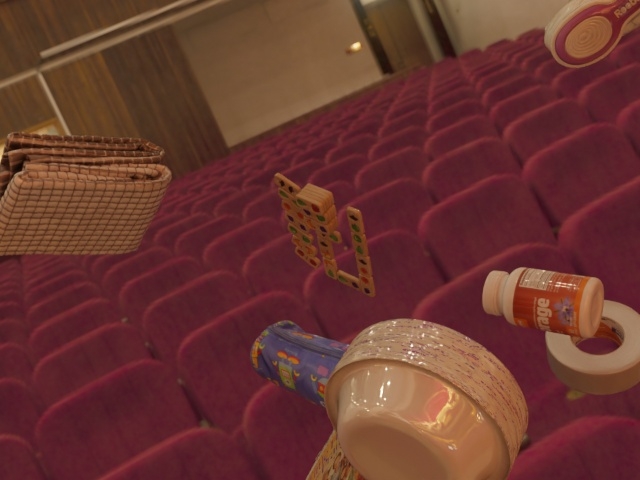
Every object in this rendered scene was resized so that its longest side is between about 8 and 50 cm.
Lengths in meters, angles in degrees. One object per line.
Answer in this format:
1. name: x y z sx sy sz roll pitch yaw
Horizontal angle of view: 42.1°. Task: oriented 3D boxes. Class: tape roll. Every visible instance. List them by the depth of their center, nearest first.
1. tape roll: 0.608 0.231 1.823 0.219 0.072 0.219 -10 39 8

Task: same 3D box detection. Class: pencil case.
1. pencil case: 0.003 0.224 1.459 0.119 0.133 0.306 -33 28 -31

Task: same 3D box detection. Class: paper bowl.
1. paper bowl: 0.138 0.262 1.184 0.284 0.284 0.148 -17 26 42

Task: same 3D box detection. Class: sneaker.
1. sneaker: 0.485 -0.392 1.304 0.305 0.114 0.152 -29 20 12

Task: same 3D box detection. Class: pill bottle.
1. pill bottle: 0.440 0.119 1.651 0.216 0.121 0.121 8 25 34

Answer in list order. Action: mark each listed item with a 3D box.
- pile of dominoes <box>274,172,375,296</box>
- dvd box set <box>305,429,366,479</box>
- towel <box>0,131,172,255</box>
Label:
1. pile of dominoes: 0.000 0.000 1.550 0.196 0.251 0.040 23 55 31
2. dvd box set: 0.042 0.450 1.494 0.307 0.062 0.420 -61 4 14
3. towel: -0.428 -0.075 1.445 0.284 0.121 0.235 -2 -33 -35
